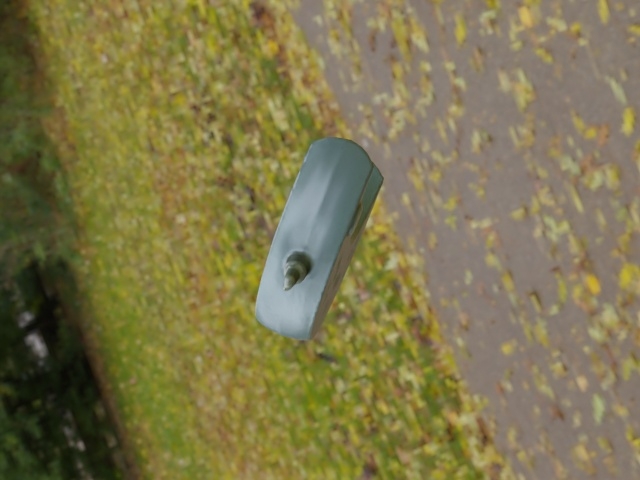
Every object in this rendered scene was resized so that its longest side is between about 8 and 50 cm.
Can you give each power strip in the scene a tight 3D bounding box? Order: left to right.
[{"bbox_3d":[0.000,0.000,0.989,0.253,0.054,0.168,-29,-41,-84],"label":"power strip"}]
